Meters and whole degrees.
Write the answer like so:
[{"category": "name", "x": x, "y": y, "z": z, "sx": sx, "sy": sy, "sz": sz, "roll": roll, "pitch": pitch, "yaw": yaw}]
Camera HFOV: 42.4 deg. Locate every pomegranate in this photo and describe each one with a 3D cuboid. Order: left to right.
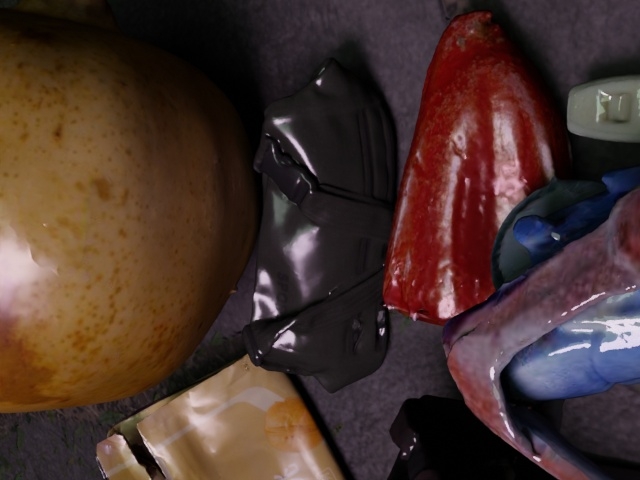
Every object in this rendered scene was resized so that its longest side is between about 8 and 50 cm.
[{"category": "pomegranate", "x": -0.245, "y": -0.042, "z": 0.741, "sx": 0.417, "sy": 0.417, "sz": 0.416, "roll": 10, "pitch": 109, "yaw": 31}]

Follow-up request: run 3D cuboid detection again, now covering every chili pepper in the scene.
[{"category": "chili pepper", "x": 0.135, "y": -0.055, "z": 0.659, "sx": 0.144, "sy": 0.136, "sz": 0.252, "roll": 21, "pitch": 108, "yaw": 57}]

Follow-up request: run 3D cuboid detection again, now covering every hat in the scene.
[{"category": "hat", "x": 0.185, "y": 0.286, "z": 0.649, "sx": 0.336, "sy": 0.238, "sz": 0.209, "roll": 19, "pitch": 112, "yaw": 17}]

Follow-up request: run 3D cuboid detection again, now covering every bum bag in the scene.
[{"category": "bum bag", "x": 0.000, "y": 0.000, "z": 0.750, "sx": 0.080, "sy": 0.142, "sz": 0.326, "roll": -139, "pitch": 47, "yaw": -64}]

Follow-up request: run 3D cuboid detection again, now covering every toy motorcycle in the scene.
[{"category": "toy motorcycle", "x": 0.248, "y": 0.057, "z": 0.494, "sx": 0.319, "sy": 0.182, "sz": 0.241, "roll": -14, "pitch": 88, "yaw": 40}]

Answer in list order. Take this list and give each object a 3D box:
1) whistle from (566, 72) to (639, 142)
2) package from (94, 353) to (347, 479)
[{"category": "whistle", "x": 0.286, "y": -0.090, "z": 0.551, "sx": 0.244, "sy": 0.092, "sz": 0.110, "roll": 6, "pitch": 100, "yaw": 33}, {"category": "package", "x": -0.087, "y": 0.298, "z": 0.866, "sx": 0.221, "sy": 0.165, "sz": 0.311, "roll": -30, "pitch": 87, "yaw": 36}]
